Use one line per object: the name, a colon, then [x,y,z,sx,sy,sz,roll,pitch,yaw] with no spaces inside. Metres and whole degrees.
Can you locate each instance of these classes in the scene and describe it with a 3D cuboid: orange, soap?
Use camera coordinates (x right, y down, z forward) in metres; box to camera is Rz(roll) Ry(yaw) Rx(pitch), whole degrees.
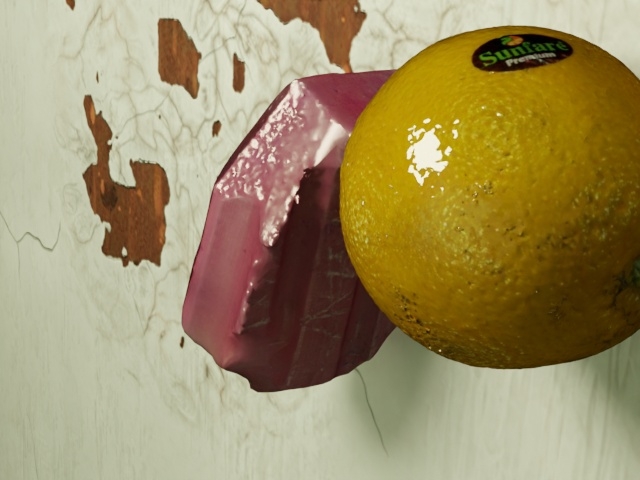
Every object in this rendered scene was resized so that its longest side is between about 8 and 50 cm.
orange: [0.149,-0.030,1.051,0.274,0.274,0.274,20,116,49]
soap: [0.000,0.000,1.302,0.127,0.220,0.325,52,138,43]
